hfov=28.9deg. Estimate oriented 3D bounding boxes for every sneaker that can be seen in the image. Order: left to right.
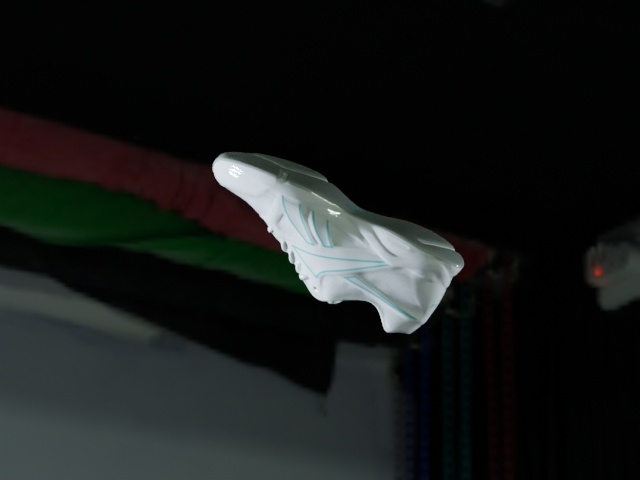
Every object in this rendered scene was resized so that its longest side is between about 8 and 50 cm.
[{"bbox_3d":[0.000,0.000,0.687,0.152,0.061,0.053,30,18,14],"label":"sneaker"}]
